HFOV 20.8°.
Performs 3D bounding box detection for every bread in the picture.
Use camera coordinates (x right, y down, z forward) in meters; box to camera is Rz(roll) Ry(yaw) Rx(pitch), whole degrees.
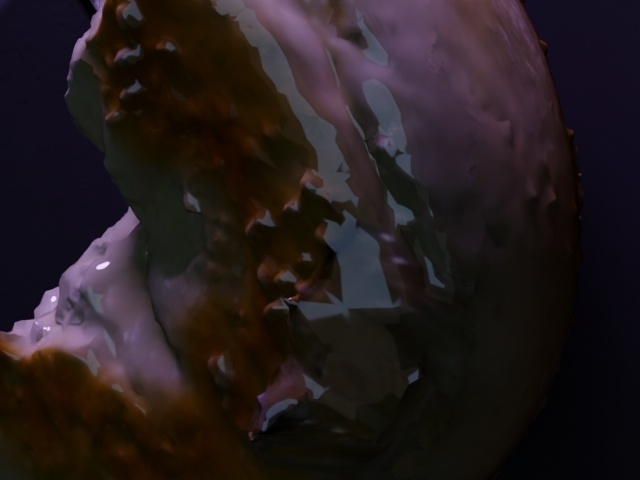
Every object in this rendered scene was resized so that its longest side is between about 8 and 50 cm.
[{"bbox_3d":[0.004,-0.001,0.622,0.192,0.171,0.314,30,123,22],"label":"bread"}]
